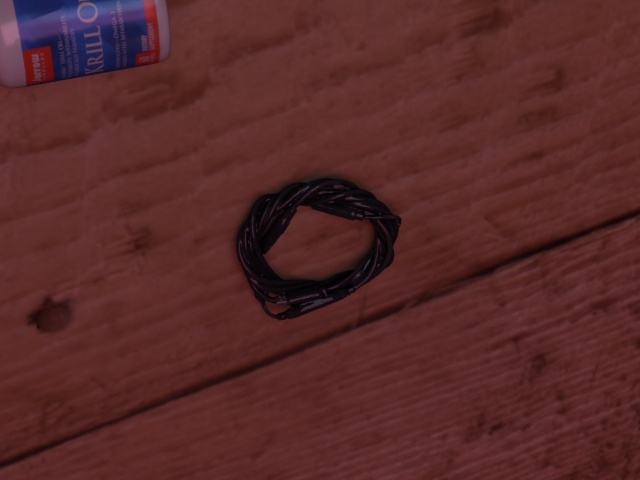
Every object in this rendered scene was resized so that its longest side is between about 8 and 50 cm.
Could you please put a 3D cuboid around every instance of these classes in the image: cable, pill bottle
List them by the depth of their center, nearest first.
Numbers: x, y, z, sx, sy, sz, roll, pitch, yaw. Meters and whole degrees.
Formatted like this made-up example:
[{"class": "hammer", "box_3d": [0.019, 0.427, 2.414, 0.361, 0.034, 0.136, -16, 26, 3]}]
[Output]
[{"class": "pill bottle", "box_3d": [-0.264, -0.214, 1.563, 0.222, 0.124, 0.124, -12, 115, -11]}, {"class": "cable", "box_3d": [0.000, 0.000, 1.783, 0.185, 0.047, 0.150, -22, 112, -4]}]
